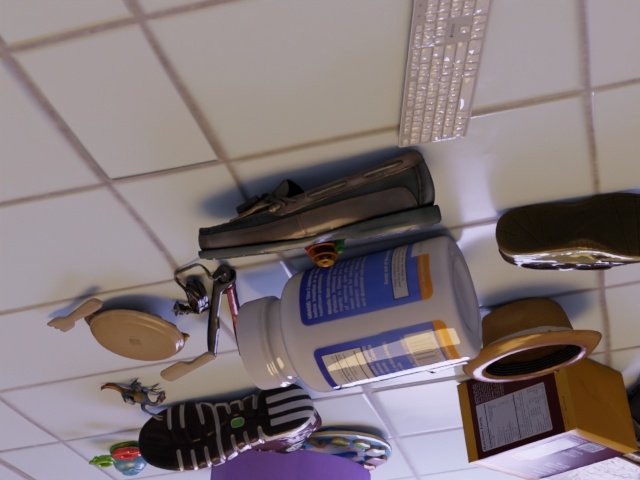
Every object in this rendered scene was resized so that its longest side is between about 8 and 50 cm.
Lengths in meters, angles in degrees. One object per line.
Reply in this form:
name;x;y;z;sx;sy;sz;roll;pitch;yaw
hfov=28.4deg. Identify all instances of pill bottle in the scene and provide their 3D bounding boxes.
pill bottle;0.044;0.097;1.518;0.272;0.152;0.152;-14;152;18

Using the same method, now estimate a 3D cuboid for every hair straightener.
hair straightener;-0.142;0.090;1.581;0.089;0.047;0.230;-5;153;-2

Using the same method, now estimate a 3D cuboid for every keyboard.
keyboard;0.114;-0.160;1.179;0.072;0.014;0.256;-4;153;-2

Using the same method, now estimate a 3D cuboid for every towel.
towel;0.444;0.374;2.163;0.187;0.049;0.282;24;155;1

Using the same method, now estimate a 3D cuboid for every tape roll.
tape roll;-0.053;0.432;2.167;0.275;0.090;0.275;4;157;2

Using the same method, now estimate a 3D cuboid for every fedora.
fedora;0.279;0.129;1.708;0.194;0.079;0.194;-11;156;-5

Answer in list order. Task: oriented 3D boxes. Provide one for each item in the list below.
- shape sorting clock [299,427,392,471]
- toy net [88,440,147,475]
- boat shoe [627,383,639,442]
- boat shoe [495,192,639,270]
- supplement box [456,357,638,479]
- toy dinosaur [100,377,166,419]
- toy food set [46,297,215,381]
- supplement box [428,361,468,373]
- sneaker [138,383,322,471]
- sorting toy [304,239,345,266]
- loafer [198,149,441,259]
shape sorting clock;0.020;0.369;2.171;0.206;0.040;0.206;-5;153;-2
toy net;-0.252;0.329;2.040;0.232;0.045;0.122;-18;149;20
boat shoe;0.512;0.289;2.064;0.079;0.084;0.233;-7;156;1
boat shoe;0.314;-0.004;1.462;0.224;0.080;0.073;-3;159;6
supplement box;0.347;0.273;1.948;0.194;0.129;0.191;-25;148;33
toy dinosaur;-0.263;0.224;1.856;0.090;0.047;0.082;23;169;16
toy food set;-0.235;0.114;1.618;0.192;0.038;0.132;29;143;-29
supplement box;0.145;0.120;1.657;0.056;0.083;0.083;-20;149;27
sneaker;-0.126;0.307;1.954;0.282;0.106;0.162;-13;155;13
sorting toy;0.000;0.000;1.438;0.061;0.042;0.102;-15;151;18
loafer;-0.007;-0.036;1.351;0.268;0.084;0.096;-9;-178;14
